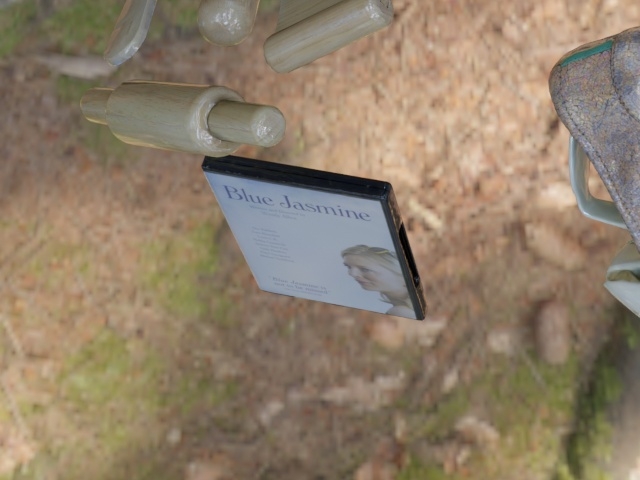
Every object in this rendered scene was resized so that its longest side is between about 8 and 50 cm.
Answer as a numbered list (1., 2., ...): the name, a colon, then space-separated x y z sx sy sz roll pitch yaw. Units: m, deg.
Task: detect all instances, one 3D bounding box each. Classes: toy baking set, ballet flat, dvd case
1. toy baking set: -0.028 -0.118 0.783 0.030 0.197 0.256 44 159 -29
2. ballet flat: 0.234 -0.010 1.166 0.106 0.107 0.316 -5 126 33
3. dvd case: 0.000 0.000 1.665 0.180 0.022 0.253 11 154 18
